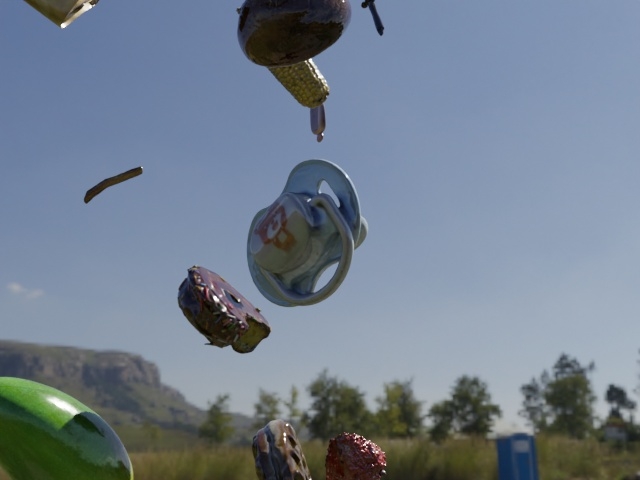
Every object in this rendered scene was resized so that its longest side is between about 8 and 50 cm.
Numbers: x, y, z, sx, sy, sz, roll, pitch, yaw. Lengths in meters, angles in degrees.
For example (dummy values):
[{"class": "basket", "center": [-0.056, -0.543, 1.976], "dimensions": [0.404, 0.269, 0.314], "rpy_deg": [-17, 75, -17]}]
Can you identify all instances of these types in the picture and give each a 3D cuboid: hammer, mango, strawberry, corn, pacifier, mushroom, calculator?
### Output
[{"class": "hammer", "center": [0.130, -0.531, 2.022], "dimensions": [0.021, 0.178, 0.065], "rpy_deg": [29, -58, -29]}, {"class": "mango", "center": [-0.534, 0.400, 1.703], "dimensions": [0.382, 0.201, 0.225], "rpy_deg": [43, -17, -17]}, {"class": "strawberry", "center": [0.079, 0.500, 1.877], "dimensions": [0.140, 0.085, 0.192], "rpy_deg": [2, -54, -16]}, {"class": "corn", "center": [-0.093, -0.455, 2.109], "dimensions": [0.115, 0.318, 0.115], "rpy_deg": [-33, -9, -6]}, {"class": "pacifier", "center": [0.000, 0.000, 1.503], "dimensions": [0.207, 0.227, 0.279], "rpy_deg": [-1, -39, -50]}, {"class": "mushroom", "center": [-0.051, -0.421, 1.608], "dimensions": [0.194, 0.231, 0.138], "rpy_deg": [-3, -49, 40]}, {"class": "calculator", "center": [-0.010, -0.412, 2.909], "dimensions": [0.024, 0.166, 0.103], "rpy_deg": [-2, -6, -23]}]

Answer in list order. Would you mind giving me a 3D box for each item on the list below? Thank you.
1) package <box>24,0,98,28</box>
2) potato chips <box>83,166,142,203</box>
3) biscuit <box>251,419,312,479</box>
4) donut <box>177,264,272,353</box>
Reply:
[{"class": "package", "center": [-0.633, -0.622, 1.907], "dimensions": [0.311, 0.221, 0.165], "rpy_deg": [35, -15, -8]}, {"class": "potato chips", "center": [-0.595, -0.165, 2.490], "dimensions": [0.204, 0.037, 0.026], "rpy_deg": [-25, -37, 11]}, {"class": "biscuit", "center": [-0.068, 0.562, 1.932], "dimensions": [0.103, 0.332, 0.332], "rpy_deg": [-17, -13, -1]}, {"class": "donut", "center": [-0.215, 0.152, 1.833], "dimensions": [0.096, 0.216, 0.230], "rpy_deg": [-48, -7, 6]}]
